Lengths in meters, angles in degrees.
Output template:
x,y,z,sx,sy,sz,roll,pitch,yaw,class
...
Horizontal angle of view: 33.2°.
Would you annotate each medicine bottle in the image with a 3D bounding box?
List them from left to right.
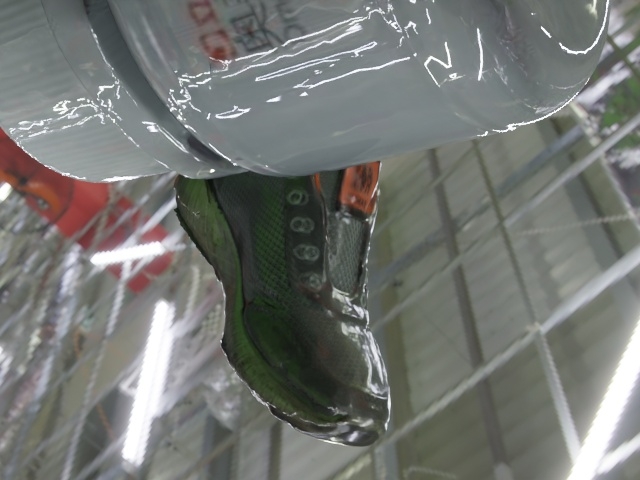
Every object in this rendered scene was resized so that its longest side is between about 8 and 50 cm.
x,y,z,sx,sy,sz,roll,pitch,yaw,class
-0.025,-0.155,0.579,0.306,0.245,0.245,-11,-143,32,medicine bottle

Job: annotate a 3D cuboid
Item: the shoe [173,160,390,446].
x,y,z,sx,sy,sz,roll,pitch,yaw,class
0.000,0.000,0.850,0.171,0.132,0.336,-53,-139,23,shoe
